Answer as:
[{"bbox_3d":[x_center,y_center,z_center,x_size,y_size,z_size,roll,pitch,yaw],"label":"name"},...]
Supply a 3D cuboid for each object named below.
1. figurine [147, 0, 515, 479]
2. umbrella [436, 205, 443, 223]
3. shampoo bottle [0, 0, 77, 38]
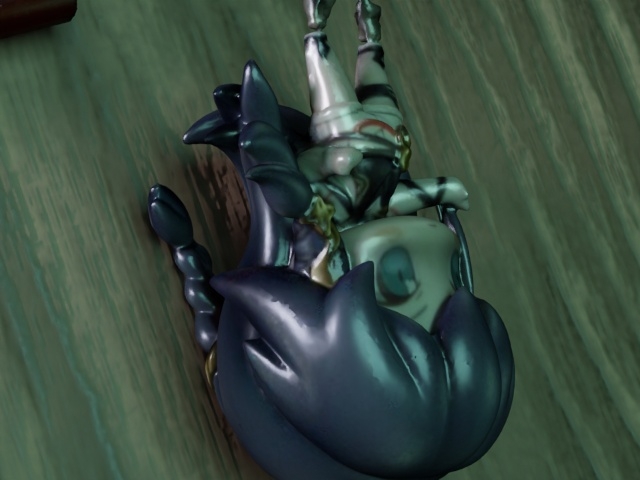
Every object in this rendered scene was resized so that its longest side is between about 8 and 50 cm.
[{"bbox_3d":[0.009,0.013,0.826,0.175,0.197,0.265,0,56,-24],"label":"figurine"},{"bbox_3d":[0.092,0.041,0.951,0.022,0.022,0.148,-16,82,10],"label":"umbrella"},{"bbox_3d":[-0.269,-0.138,0.808,0.260,0.064,0.102,-20,85,-28],"label":"shampoo bottle"}]
